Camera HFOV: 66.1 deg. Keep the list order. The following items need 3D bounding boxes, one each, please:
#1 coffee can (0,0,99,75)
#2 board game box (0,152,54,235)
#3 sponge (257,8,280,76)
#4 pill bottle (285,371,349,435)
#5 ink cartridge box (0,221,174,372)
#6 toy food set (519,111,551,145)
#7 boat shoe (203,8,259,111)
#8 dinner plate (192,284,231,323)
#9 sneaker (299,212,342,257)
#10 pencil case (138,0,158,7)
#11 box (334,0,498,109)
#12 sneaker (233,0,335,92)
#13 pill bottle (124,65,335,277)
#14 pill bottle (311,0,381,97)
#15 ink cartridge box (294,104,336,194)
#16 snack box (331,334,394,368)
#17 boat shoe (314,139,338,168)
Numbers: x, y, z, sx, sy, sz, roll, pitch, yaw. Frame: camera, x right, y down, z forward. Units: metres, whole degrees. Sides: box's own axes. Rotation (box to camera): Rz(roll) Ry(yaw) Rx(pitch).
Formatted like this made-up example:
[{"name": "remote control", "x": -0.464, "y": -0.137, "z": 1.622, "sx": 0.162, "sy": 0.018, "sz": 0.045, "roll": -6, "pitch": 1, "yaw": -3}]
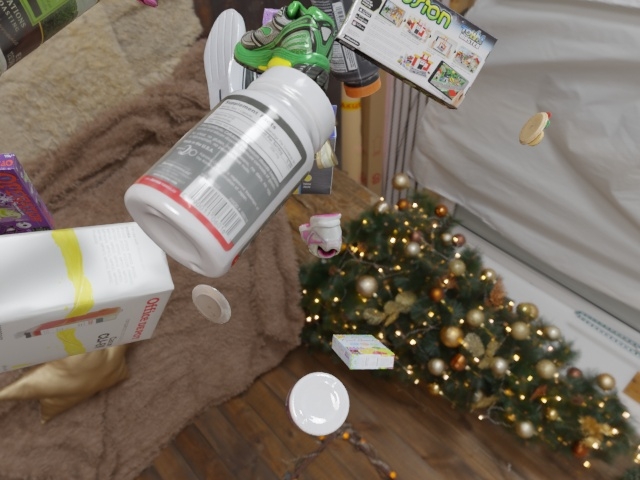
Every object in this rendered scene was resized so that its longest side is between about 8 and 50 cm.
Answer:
[{"name": "coffee can", "x": -0.331, "y": -0.344, "z": 0.542, "sx": 0.275, "sy": 0.202, "sz": 0.201, "roll": -53, "pitch": 152, "yaw": -23}, {"name": "board game box", "x": -0.802, "y": -0.096, "z": 1.196, "sx": 0.208, "sy": 0.056, "sz": 0.347, "roll": -10, "pitch": 160, "yaw": -18}, {"name": "sponge", "x": -0.125, "y": -0.509, "z": 1.329, "sx": 0.117, "sy": 0.031, "sz": 0.210, "roll": -39, "pitch": 149, "yaw": -55}, {"name": "pill bottle", "x": -0.012, "y": 0.316, "z": 0.948, "sx": 0.108, "sy": 0.108, "sz": 0.193, "roll": -41, "pitch": 170, "yaw": -18}, {"name": "ink cartridge box", "x": -0.499, "y": 0.111, "z": 0.913, "sx": 0.385, "sy": 0.160, "sz": 0.279, "roll": -9, "pitch": 155, "yaw": -34}, {"name": "toy food set", "x": 0.472, "y": -0.246, "z": 1.084, "sx": 0.082, "sy": 0.020, "sz": 0.083, "roll": -60, "pitch": -169, "yaw": 6}, {"name": "boat shoe", "x": -0.218, "y": -0.415, "z": 1.265, "sx": 0.119, "sy": 0.121, "sz": 0.335, "roll": 8, "pitch": 80, "yaw": -55}, {"name": "dinner plate", "x": -0.330, "y": 0.194, "z": 1.472, "sx": 0.017, "sy": 0.141, "sz": 0.141, "roll": -49, "pitch": 157, "yaw": -49}, {"name": "sneaker", "x": 0.000, "y": 0.000, "z": 1.405, "sx": 0.103, "sy": 0.111, "sz": 0.252, "roll": -5, "pitch": 172, "yaw": -9}, {"name": "pencil case", "x": -0.466, "y": -0.744, "z": 1.315, "sx": 0.098, "sy": 0.095, "sz": 0.209, "roll": 8, "pitch": 103, "yaw": -26}, {"name": "box", "x": 0.137, "y": -0.289, "z": 0.709, "sx": 0.114, "sy": 0.207, "sz": 0.036, "roll": -61, "pitch": -168, "yaw": 10}, {"name": "sneaker", "x": -0.066, "y": -0.396, "z": 0.997, "sx": 0.134, "sy": 0.343, "sz": 0.146, "roll": 10, "pitch": 105, "yaw": -36}, {"name": "pill bottle", "x": -0.111, "y": -0.102, "z": 0.680, "sx": 0.283, "sy": 0.161, "sz": 0.161, "roll": -53, "pitch": 152, "yaw": -26}, {"name": "pill bottle", "x": 0.069, "y": -0.447, "z": 1.098, "sx": 0.130, "sy": 0.130, "sz": 0.245, "roll": -39, "pitch": 132, "yaw": -21}, {"name": "ink cartridge box", "x": -0.105, "y": -0.289, "z": 1.600, "sx": 0.304, "sy": 0.072, "sz": 0.307, "roll": 1, "pitch": 132, "yaw": -3}, {"name": "snack box", "x": 0.093, "y": 0.249, "z": 1.109, "sx": 0.100, "sy": 0.141, "sz": 0.037, "roll": 5, "pitch": 95, "yaw": -15}, {"name": "boat shoe", "x": 0.003, "y": -0.194, "z": 1.043, "sx": 0.045, "sy": 0.135, "sz": 0.050, "roll": -23, "pitch": 122, "yaw": 8}]
